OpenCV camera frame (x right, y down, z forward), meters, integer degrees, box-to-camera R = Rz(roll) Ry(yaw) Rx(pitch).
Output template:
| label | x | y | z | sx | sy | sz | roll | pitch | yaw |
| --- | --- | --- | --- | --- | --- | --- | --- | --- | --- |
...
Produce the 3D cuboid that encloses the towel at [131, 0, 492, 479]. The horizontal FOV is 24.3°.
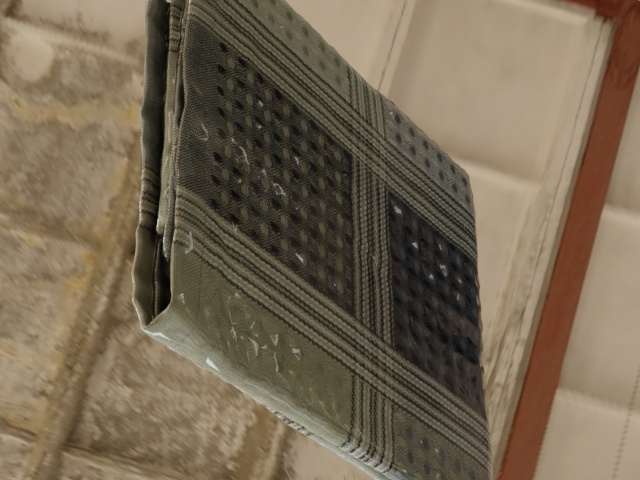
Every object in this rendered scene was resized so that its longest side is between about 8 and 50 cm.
| label | x | y | z | sx | sy | sz | roll | pitch | yaw |
| --- | --- | --- | --- | --- | --- | --- | --- | --- | --- |
| towel | 0.000 | 0.000 | 0.911 | 0.056 | 0.324 | 0.312 | -25 | -135 | 28 |
